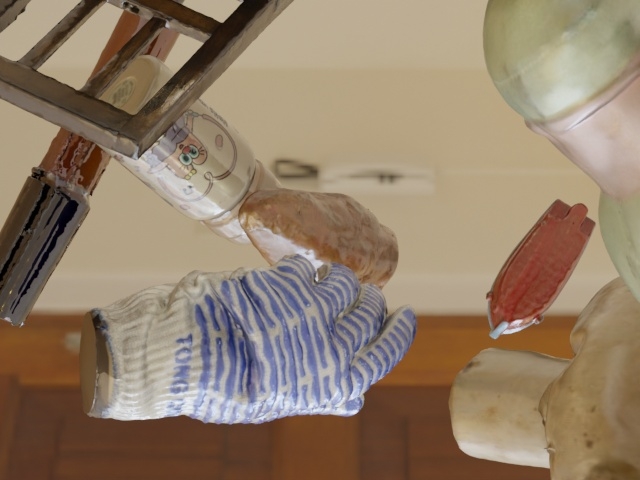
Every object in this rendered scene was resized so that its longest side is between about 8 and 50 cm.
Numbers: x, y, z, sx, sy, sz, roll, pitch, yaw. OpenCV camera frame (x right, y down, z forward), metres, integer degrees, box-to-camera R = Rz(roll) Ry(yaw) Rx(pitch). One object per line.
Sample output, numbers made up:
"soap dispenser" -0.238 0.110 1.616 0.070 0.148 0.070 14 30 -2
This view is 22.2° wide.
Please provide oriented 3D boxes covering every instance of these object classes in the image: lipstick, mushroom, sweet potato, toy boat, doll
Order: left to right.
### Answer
"lipstick" -0.258 -0.100 1.775 0.418 0.077 0.077 -62 178 -4
"sweet potato" 0.000 0.000 1.460 0.251 0.097 0.097 30 57 -61
"toy boat" 0.234 0.033 1.763 0.173 0.069 0.059 -58 177 -1
"mushroom" 0.250 0.169 1.449 0.292 0.290 0.293 -1 91 -59
"doll" 0.159 -0.035 0.722 0.275 0.113 0.155 60 -16 -12

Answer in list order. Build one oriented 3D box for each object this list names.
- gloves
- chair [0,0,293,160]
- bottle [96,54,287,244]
"gloves" -0.036 0.065 0.977 0.097 0.229 0.119 37 -51 44
"chair" -0.100 -0.287 1.233 0.416 0.203 0.241 -53 164 -49
"bottle" -0.124 -0.075 1.540 0.209 0.110 0.097 43 54 -35
